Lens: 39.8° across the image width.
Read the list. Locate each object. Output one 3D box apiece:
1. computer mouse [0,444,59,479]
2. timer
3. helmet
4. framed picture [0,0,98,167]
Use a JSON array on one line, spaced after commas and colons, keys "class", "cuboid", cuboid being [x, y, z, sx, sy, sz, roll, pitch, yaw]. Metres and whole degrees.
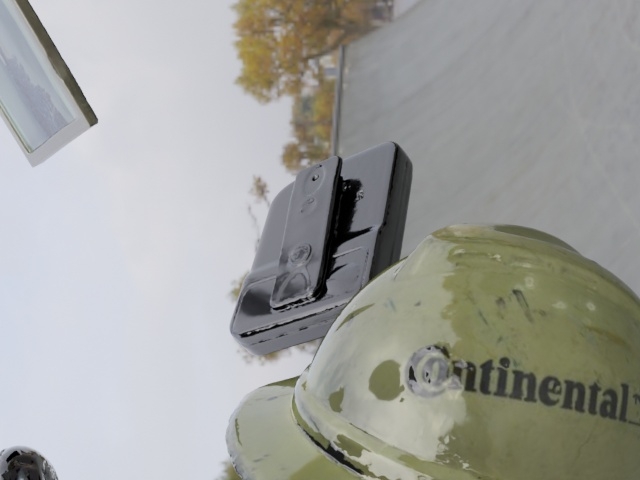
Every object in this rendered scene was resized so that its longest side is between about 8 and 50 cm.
[{"class": "computer mouse", "cuboid": [-0.212, 0.245, 0.611, 0.137, 0.096, 0.233, -106, 12, -48]}, {"class": "timer", "cuboid": [0.000, 0.000, 0.740, 0.055, 0.144, 0.187, 47, -142, -31]}, {"class": "helmet", "cuboid": [0.085, 0.059, 0.479, 0.204, 0.258, 0.137, -130, 47, -67]}, {"class": "framed picture", "cuboid": [-0.337, -0.221, 0.898, 0.213, 0.016, 0.289, -12, 110, 57]}]
